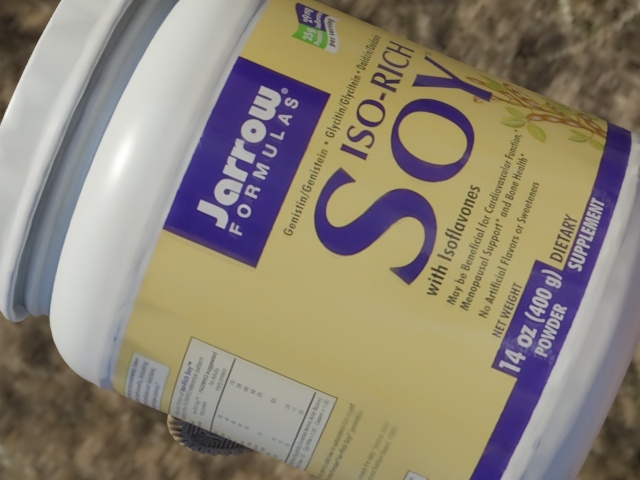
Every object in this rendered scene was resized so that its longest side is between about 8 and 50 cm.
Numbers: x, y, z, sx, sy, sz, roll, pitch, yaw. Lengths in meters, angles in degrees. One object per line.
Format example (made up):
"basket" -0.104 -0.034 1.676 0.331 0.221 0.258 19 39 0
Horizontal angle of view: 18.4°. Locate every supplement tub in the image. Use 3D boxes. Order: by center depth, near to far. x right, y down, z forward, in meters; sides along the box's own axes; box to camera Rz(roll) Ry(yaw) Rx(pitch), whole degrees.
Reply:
"supplement tub" 0.000 0.000 1.064 0.331 0.241 0.241 23 141 1

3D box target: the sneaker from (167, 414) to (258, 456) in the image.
"sneaker" 0.031 0.041 1.322 0.282 0.153 0.099 -14 136 15
